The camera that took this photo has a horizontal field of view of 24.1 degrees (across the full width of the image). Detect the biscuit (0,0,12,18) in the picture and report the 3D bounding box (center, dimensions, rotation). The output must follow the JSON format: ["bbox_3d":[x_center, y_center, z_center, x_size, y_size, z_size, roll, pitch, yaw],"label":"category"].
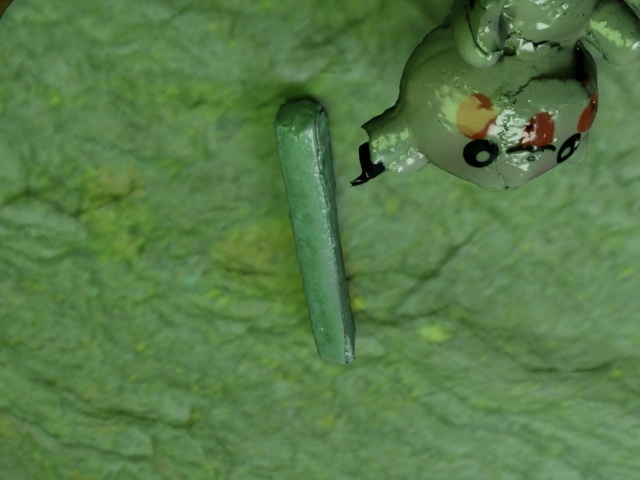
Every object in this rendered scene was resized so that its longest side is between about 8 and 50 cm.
[{"bbox_3d":[-0.308,-0.219,0.933,0.273,0.049,0.257,-21,116,31],"label":"biscuit"}]

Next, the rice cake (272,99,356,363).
[{"bbox_3d":[-0.001,0.000,0.994,0.033,0.033,0.208,3,127,17],"label":"rice cake"}]

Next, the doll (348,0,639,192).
[{"bbox_3d":[0.105,-0.106,0.822,0.149,0.095,0.192,-5,131,-31],"label":"doll"}]
